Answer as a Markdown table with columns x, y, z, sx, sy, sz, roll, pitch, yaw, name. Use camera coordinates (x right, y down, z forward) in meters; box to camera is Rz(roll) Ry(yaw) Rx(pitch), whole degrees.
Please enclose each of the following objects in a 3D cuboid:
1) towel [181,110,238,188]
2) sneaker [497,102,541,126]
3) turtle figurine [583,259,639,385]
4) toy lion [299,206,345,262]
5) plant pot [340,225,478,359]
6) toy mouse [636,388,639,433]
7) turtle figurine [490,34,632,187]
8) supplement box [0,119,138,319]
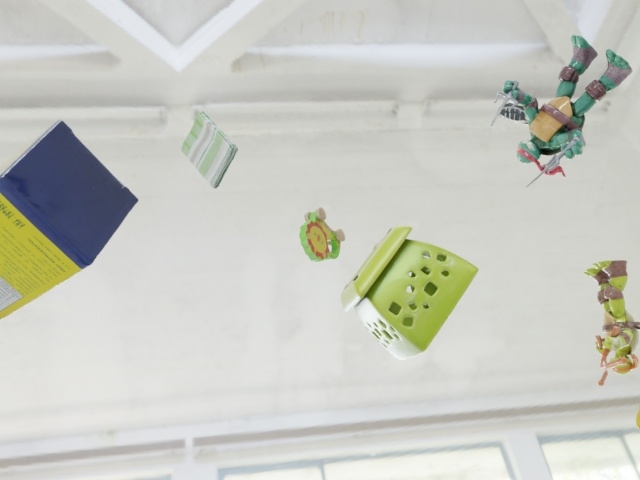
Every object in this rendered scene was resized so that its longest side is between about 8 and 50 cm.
| x | y | z | sx | sy | sz | roll | pitch | yaw | name |
| --- | --- | --- | --- | --- | --- | --- | --- | --- | --- |
| -0.249 | -0.200 | 1.583 | 0.023 | 0.152 | 0.113 | 2 | -53 | -51 | towel |
| 0.404 | -0.242 | 1.425 | 0.109 | 0.040 | 0.043 | 15 | -16 | 11 | sneaker |
| 0.533 | 0.147 | 1.293 | 0.087 | 0.217 | 0.269 | -7 | -14 | 17 | turtle figurine |
| 0.000 | 0.000 | 1.228 | 0.034 | 0.096 | 0.100 | -19 | -47 | 30 | toy lion |
| 0.179 | 0.109 | 1.593 | 0.207 | 0.227 | 0.228 | 37 | -16 | 2 | plant pot |
| 0.225 | 0.085 | 0.365 | 0.031 | 0.161 | 0.143 | 33 | -33 | -9 | toy mouse |
| 0.363 | -0.197 | 1.123 | 0.234 | 0.175 | 0.118 | -52 | -29 | 10 | turtle figurine |
| -0.532 | -0.016 | 1.257 | 0.357 | 0.195 | 0.194 | -26 | -64 | 29 | supplement box |
